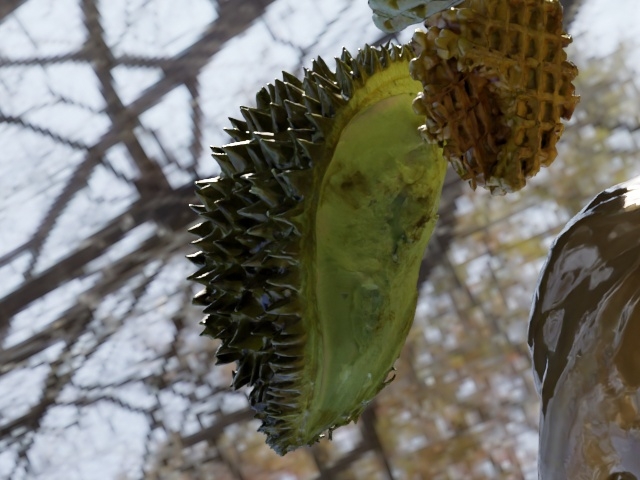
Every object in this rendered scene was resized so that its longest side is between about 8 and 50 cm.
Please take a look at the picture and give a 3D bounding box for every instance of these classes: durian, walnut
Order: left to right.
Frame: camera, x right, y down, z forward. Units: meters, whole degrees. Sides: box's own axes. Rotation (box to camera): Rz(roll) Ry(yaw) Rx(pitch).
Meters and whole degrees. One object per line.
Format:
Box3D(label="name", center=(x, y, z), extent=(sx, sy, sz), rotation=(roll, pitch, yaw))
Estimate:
Box3D(label="durian", center=(-0.007, -0.001, 1.712), extent=(0.198, 0.163, 0.394), rotation=(8, -90, -39))
Box3D(label="walnut", center=(0.327, 0.115, 1.524), extent=(0.383, 0.383, 0.383), rotation=(26, -128, -38))

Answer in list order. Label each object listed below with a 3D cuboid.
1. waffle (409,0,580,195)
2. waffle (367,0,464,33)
Box3D(label="waffle", center=(0.151, -0.135, 1.624), extent=(0.193, 0.070, 0.197), rotation=(42, -122, -42))
Box3D(label="waffle", center=(0.119, -0.218, 1.268), extent=(0.054, 0.208, 0.214), rotation=(56, 173, 13))
